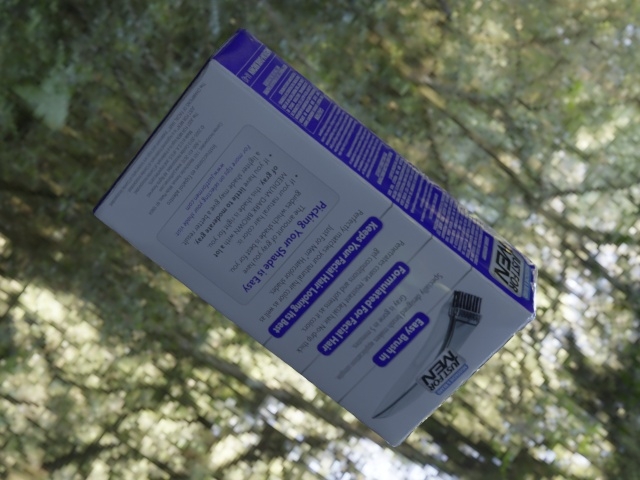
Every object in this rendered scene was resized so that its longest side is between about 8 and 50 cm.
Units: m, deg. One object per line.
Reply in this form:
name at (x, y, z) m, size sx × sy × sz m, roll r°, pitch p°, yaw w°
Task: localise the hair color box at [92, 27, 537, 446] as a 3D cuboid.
hair color box at (0.000, 0.000, 1.043) m, size 0.185 × 0.339 × 0.110 m, roll -48°, pitch -173°, yaw 26°
